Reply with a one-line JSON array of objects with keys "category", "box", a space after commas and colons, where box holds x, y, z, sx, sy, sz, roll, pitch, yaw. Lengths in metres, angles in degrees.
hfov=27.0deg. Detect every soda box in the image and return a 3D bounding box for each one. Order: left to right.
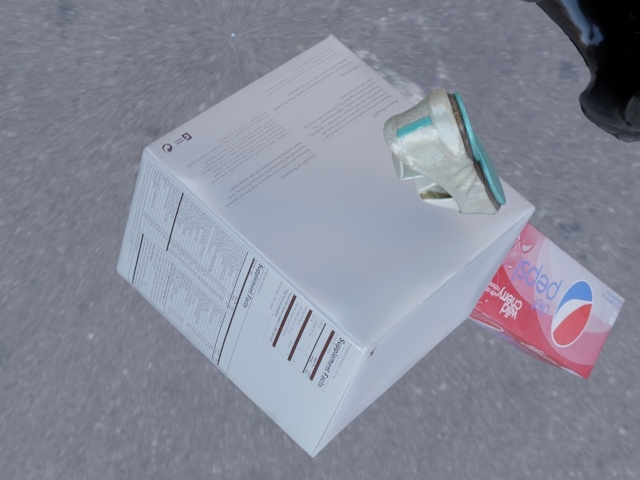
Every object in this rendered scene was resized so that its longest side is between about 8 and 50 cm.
[{"category": "soda box", "box": [0.175, 0.040, 1.196, 0.263, 0.083, 0.092, 31, 84, -51]}]

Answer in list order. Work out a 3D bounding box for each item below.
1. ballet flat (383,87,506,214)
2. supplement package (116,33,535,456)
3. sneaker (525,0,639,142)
[{"category": "ballet flat", "box": [0.071, -0.048, 0.786, 0.052, 0.168, 0.057, -21, 71, 10]}, {"category": "supplement package", "box": [0.000, 0.000, 0.951, 0.203, 0.149, 0.194, 42, 53, 16]}, {"category": "sneaker", "box": [0.115, -0.158, 0.491, 0.135, 0.097, 0.276, -24, 105, -21]}]
